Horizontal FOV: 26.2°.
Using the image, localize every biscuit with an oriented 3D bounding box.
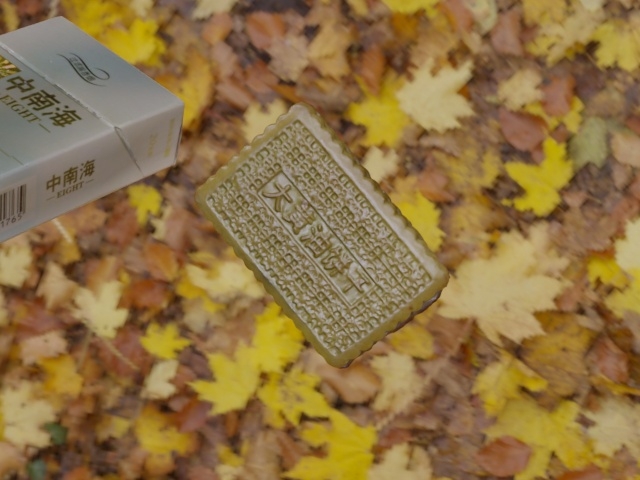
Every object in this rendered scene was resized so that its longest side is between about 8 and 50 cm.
[{"bbox_3d":[0.000,0.000,1.447,0.172,0.029,0.254,-40,91,18],"label":"biscuit"}]

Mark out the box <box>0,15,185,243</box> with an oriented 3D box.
[{"bbox_3d":[-0.241,-0.078,1.024,0.155,0.243,0.067,36,134,25],"label":"box"}]
